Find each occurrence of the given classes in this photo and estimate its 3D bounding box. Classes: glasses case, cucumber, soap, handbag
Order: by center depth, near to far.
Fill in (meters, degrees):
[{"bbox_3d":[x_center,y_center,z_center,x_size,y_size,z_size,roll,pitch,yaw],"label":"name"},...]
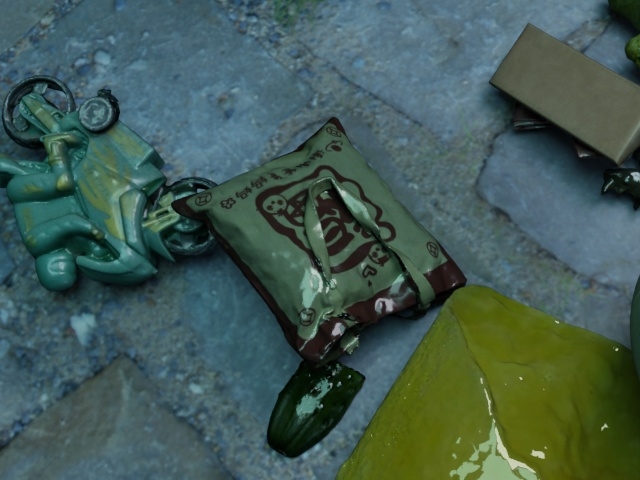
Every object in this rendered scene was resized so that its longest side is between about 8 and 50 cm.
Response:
[{"bbox_3d":[0.161,0.251,0.932,0.306,0.115,0.427,24,71,9],"label":"soap"},{"bbox_3d":[-0.012,0.160,1.043,0.067,0.035,0.107,29,75,17],"label":"cucumber"},{"bbox_3d":[0.000,0.000,1.064,0.213,0.127,0.235,-27,69,-31],"label":"handbag"},{"bbox_3d":[0.267,-0.135,1.111,0.193,0.070,0.102,41,103,38],"label":"glasses case"}]

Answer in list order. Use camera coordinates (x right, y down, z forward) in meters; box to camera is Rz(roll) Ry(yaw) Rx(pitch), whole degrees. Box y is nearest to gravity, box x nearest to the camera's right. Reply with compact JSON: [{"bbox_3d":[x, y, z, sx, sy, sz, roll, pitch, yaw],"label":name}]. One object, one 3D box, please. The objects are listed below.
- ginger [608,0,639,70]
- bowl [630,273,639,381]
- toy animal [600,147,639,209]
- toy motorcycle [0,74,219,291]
[{"bbox_3d":[0.386,-0.298,1.166,0.137,0.089,0.290,4,69,30],"label":"ginger"},{"bbox_3d":[0.389,0.097,0.909,0.307,0.163,0.307,12,60,-22],"label":"bowl"},{"bbox_3d":[0.346,-0.076,1.092,0.136,0.047,0.065,-25,73,-10],"label":"toy animal"},{"bbox_3d":[-0.249,-0.046,1.138,0.296,0.109,0.198,39,82,15],"label":"toy motorcycle"}]
